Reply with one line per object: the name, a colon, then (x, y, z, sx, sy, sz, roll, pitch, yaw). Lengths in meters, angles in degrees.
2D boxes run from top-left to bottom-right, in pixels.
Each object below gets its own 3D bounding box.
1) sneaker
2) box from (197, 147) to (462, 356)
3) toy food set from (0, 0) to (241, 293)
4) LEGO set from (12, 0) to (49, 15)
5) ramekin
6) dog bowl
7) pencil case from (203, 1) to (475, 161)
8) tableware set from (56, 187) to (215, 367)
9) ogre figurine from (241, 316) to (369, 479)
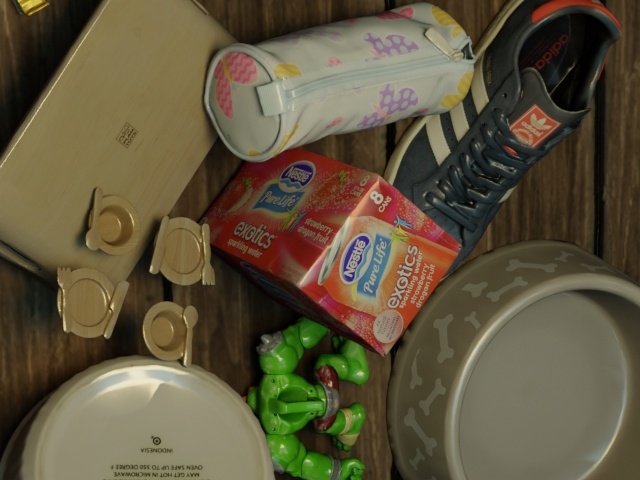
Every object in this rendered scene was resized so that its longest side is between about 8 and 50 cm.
sneaker: (0.183, -0.106, 1.826, 0.131, 0.148, 0.350, 30, 87, -26)
box: (0.000, 0.000, 1.703, 0.122, 0.257, 0.128, 40, 82, -27)
toy food set: (-0.208, -0.112, 1.660, 0.306, 0.092, 0.220, -59, 143, -8)
LEGO set: (-0.294, -0.208, 1.616, 0.287, 0.107, 0.132, -43, 113, -12)
ramekin: (-0.165, 0.229, 1.676, 0.273, 0.127, 0.273, 5, 65, -12)
dog bowl: (0.248, 0.177, 1.934, 0.349, 0.102, 0.348, -5, 102, -23)
pencil case: (0.022, -0.153, 1.723, 0.273, 0.124, 0.113, -17, 113, -39)
tableware set: (-0.165, 0.033, 1.650, 0.169, 0.020, 0.141, 20, 70, -36)
ogre figurine: (-0.011, 0.157, 1.819, 0.118, 0.097, 0.197, -3, 112, -35)
